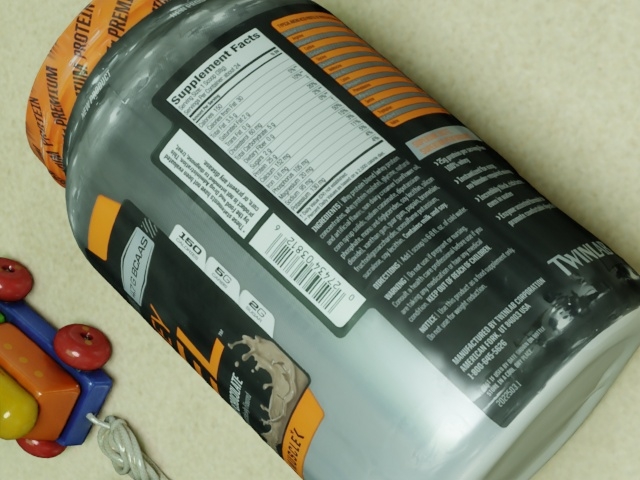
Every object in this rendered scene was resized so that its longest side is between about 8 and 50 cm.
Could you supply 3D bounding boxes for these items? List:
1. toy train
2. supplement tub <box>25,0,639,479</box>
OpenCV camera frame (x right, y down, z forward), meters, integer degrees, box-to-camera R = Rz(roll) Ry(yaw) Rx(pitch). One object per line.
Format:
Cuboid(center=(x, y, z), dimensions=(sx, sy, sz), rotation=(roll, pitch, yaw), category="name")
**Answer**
Cuboid(center=(-0.214, 0.120, 0.950), dimensions=(0.248, 0.143, 0.105), rotation=(37, 114, 22), category="toy train")
Cuboid(center=(0.000, 0.000, 0.767), dimensions=(0.338, 0.207, 0.207), rotation=(43, 116, 20), category="supplement tub")
